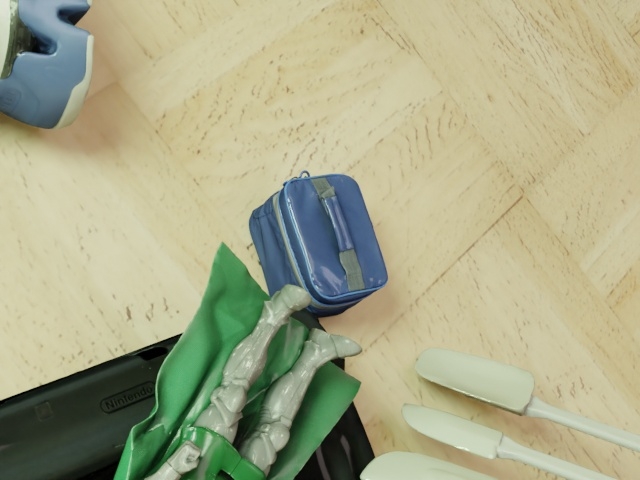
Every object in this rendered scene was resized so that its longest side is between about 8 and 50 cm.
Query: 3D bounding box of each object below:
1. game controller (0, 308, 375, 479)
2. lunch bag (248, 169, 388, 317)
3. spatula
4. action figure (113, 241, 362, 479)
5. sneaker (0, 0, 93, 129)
[{"bbox_3d":[-0.098,0.149,0.682,0.319,0.067,0.166,-19,95,-37],"label":"game controller"},{"bbox_3d":[0.000,0.000,0.799,0.067,0.065,0.098,-11,76,-36],"label":"lunch bag"},{"bbox_3d":[0.163,0.145,0.768,0.242,0.019,0.168,17,26,13],"label":"spatula"},{"bbox_3d":[-0.061,0.133,0.636,0.137,0.063,0.232,44,63,-27],"label":"action figure"},{"bbox_3d":[-0.252,-0.215,0.691,0.182,0.127,0.316,-6,74,-37],"label":"sneaker"}]
